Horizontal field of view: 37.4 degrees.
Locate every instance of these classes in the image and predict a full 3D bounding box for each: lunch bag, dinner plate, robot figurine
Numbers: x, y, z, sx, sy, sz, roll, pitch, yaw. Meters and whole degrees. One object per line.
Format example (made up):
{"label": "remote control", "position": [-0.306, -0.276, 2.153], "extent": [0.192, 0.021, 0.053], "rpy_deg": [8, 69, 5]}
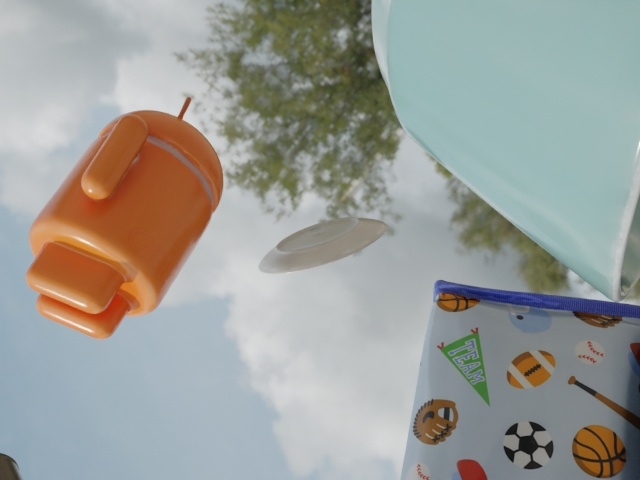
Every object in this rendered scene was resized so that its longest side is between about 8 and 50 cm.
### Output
{"label": "lunch bag", "position": [0.282, 0.237, 0.975], "extent": [0.385, 0.239, 0.328], "rpy_deg": [9, -118, 11]}
{"label": "dinner plate", "position": [0.000, 0.000, 0.986], "extent": [0.141, 0.141, 0.017], "rpy_deg": [-54, -52, -68]}
{"label": "robot figurine", "position": [-0.165, -0.023, 0.822], "extent": [0.158, 0.128, 0.219], "rpy_deg": [50, -129, -32]}

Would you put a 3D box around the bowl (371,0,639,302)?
{"label": "bowl", "position": [0.137, -0.139, 0.497], "extent": [0.163, 0.312, 0.311], "rpy_deg": [21, -166, 22]}

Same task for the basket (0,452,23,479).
{"label": "basket", "position": [-0.411, 0.401, 1.160], "extent": [0.204, 0.154, 0.227], "rpy_deg": [-34, -134, -26]}
